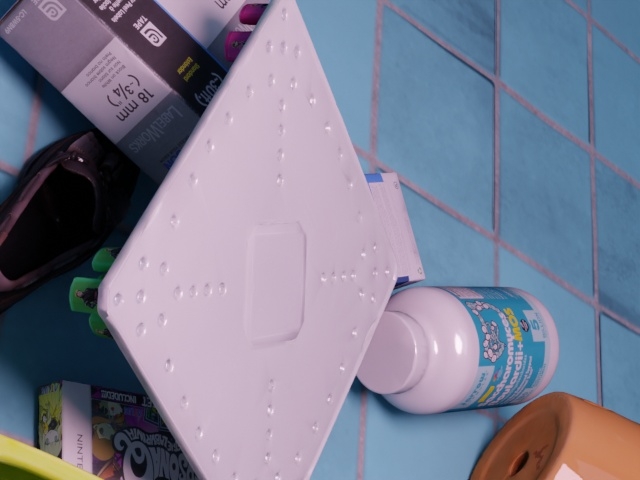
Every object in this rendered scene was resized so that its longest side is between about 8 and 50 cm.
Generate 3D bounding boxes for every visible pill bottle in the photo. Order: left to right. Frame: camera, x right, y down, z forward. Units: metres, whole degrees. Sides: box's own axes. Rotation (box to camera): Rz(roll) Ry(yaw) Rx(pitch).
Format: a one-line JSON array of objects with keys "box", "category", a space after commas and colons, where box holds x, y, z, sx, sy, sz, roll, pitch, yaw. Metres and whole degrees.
[{"box": [0.151, 0.126, 1.757, 0.264, 0.146, 0.146, 1, 73, -50], "category": "pill bottle"}]

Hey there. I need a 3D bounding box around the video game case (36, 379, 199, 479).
[{"box": [-0.161, 0.248, 1.408, 0.232, 0.042, 0.210, 18, 62, -46], "category": "video game case"}]

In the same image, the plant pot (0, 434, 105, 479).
[{"box": [-0.253, 0.300, 1.140, 0.227, 0.207, 0.228, 36, 49, -37], "category": "plant pot"}]

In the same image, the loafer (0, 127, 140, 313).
[{"box": [-0.237, -0.020, 1.389, 0.109, 0.095, 0.302, 58, 39, -14], "category": "loafer"}]

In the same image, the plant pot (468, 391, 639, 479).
[{"box": [0.303, 0.313, 1.778, 0.203, 0.291, 0.291, 37, 46, -12], "category": "plant pot"}]

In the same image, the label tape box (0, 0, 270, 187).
[{"box": [-0.124, -0.169, 1.509, 0.334, 0.106, 0.240, 44, 36, -12], "category": "label tape box"}]

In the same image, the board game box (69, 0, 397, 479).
[{"box": [-0.060, 0.038, 1.414, 0.390, 0.050, 0.390, -63, 145, -36], "category": "board game box"}]

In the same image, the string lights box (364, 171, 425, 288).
[{"box": [0.000, 0.000, 1.684, 0.260, 0.077, 0.133, -5, 78, -51], "category": "string lights box"}]
